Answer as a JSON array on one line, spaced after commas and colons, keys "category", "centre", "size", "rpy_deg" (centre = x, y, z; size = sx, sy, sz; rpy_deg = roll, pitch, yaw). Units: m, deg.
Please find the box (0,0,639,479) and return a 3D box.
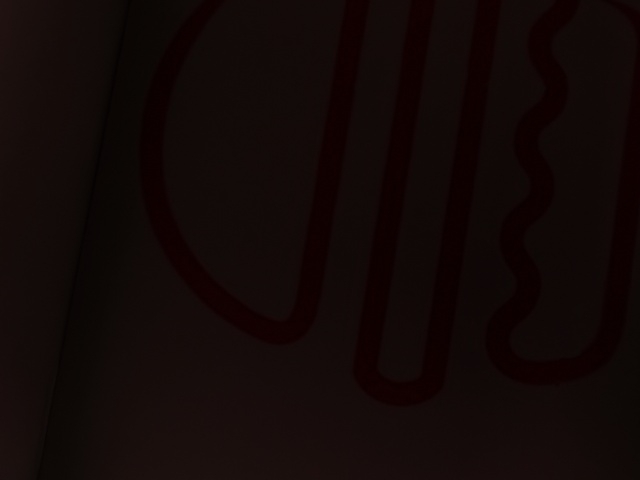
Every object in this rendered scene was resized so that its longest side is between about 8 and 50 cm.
[{"category": "box", "centre": [0.000, 0.000, 0.787], "size": [0.314, 0.300, 0.312], "rpy_deg": [83, -164, -76]}]
